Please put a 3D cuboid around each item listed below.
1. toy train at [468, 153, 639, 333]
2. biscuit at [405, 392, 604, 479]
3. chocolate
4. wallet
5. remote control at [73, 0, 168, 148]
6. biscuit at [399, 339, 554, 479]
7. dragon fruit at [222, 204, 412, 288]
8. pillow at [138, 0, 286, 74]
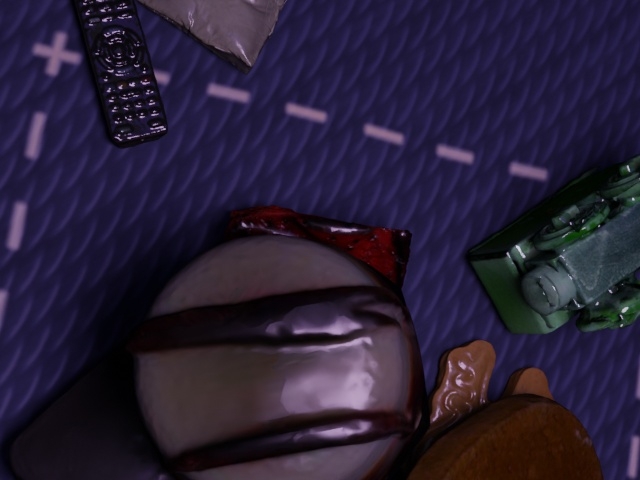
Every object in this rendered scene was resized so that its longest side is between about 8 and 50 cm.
[{"bbox_3d":[0.289,0.003,1.269,0.243,0.188,0.132,-32,98,-19],"label":"toy train"},{"bbox_3d":[0.181,0.324,1.187,0.367,0.063,0.314,-23,103,-49],"label":"biscuit"},{"bbox_3d":[-0.030,0.114,1.045,0.283,0.186,0.284,1,76,-6],"label":"chocolate"},{"bbox_3d":[-0.108,0.268,1.115,0.377,0.051,0.197,44,73,9],"label":"wallet"},{"bbox_3d":[-0.210,-0.215,1.211,0.063,0.025,0.245,-14,87,-15],"label":"remote control"},{"bbox_3d":[0.155,0.225,1.280,0.144,0.040,0.236,27,73,-8],"label":"biscuit"},{"bbox_3d":[-0.005,0.019,1.207,0.192,0.122,0.092,11,89,-19],"label":"dragon fruit"},{"bbox_3d":[-0.078,-0.301,1.256,0.148,0.050,0.230,32,74,-10],"label":"pillow"}]
